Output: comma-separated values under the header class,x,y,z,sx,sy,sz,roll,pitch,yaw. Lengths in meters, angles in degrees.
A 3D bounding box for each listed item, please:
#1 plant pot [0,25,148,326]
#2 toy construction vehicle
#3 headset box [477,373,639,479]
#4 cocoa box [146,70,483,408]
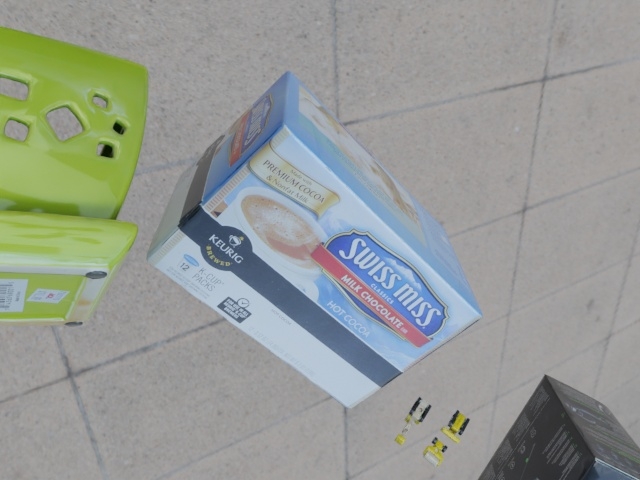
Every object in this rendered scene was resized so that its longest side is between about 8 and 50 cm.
class,x,y,z,sx,sy,sz,roll,pitch,yaw
plant pot,-0.294,-0.040,0.523,0.227,0.207,0.228,4,153,-32
toy construction vehicle,0.168,0.289,0.854,0.098,0.085,0.035,-48,166,-36
headset box,0.371,0.388,0.855,0.131,0.283,0.247,27,102,2
cocoa box,0.000,0.000,0.735,0.228,0.231,0.347,-40,114,20
